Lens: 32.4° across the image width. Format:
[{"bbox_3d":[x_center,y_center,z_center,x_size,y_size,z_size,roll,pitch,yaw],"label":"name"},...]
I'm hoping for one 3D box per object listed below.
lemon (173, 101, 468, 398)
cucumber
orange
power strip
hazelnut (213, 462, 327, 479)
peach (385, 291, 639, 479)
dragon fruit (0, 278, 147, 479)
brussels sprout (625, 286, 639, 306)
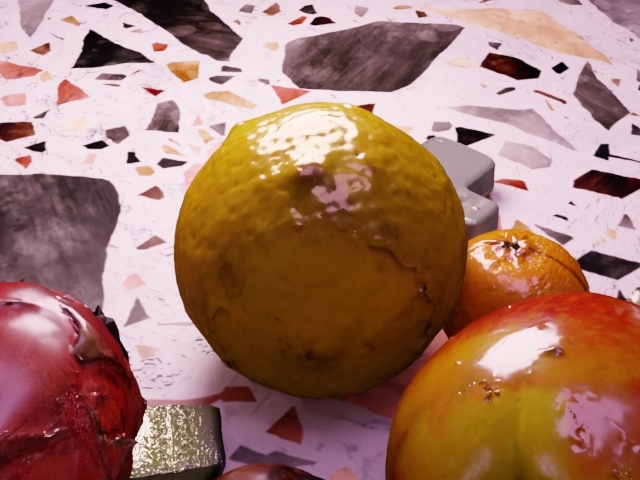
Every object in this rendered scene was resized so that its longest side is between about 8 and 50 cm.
[{"bbox_3d":[0.000,0.000,1.315,0.349,0.350,0.387,3,36,-1],"label":"lemon"},{"bbox_3d":[-0.167,0.236,1.224,0.116,0.062,0.115,2,40,-14],"label":"cucumber"},{"bbox_3d":[0.243,0.072,1.387,0.193,0.161,0.193,2,44,-2],"label":"orange"},{"bbox_3d":[0.167,-0.052,1.611,0.193,0.059,0.265,28,45,32],"label":"power strip"},{"bbox_3d":[-0.054,0.314,1.045,0.229,0.230,0.229,3,39,-2],"label":"hazelnut"},{"bbox_3d":[0.245,0.223,1.076,0.370,0.370,0.370,3,39,-2],"label":"peach"},{"bbox_3d":[-0.322,0.195,1.093,0.295,0.296,0.302,10,53,7],"label":"dragon fruit"},{"bbox_3d":[0.453,0.142,1.285,0.244,0.244,0.244,3,39,-2],"label":"brussels sprout"}]
